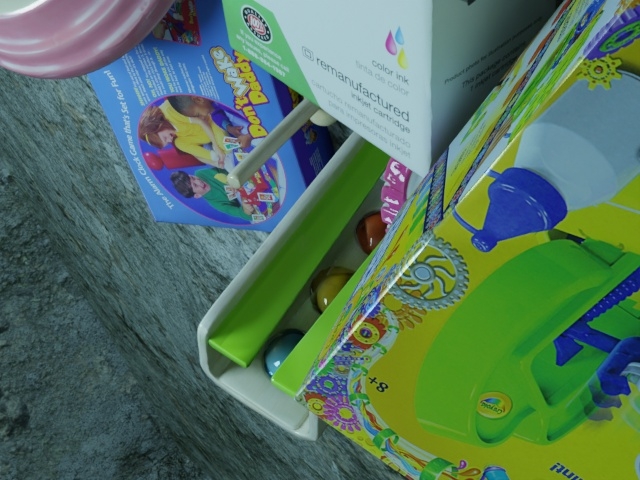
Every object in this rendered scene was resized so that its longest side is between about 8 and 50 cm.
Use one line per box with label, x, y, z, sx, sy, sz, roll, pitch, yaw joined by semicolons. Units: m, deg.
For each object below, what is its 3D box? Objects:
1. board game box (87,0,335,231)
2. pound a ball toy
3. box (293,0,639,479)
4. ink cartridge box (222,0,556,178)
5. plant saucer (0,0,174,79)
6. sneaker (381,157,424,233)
board game box;-0.127;-0.164;1.018;0.234;0.078;0.347;6;135;26
pound a ball toy;0.000;0.000;0.883;0.208;0.319;0.135;30;152;14
box;0.195;0.026;0.428;0.290;0.177;0.279;34;130;-1
ink cartridge box;0.029;-0.205;0.536;0.201;0.117;0.278;39;153;32
plant saucer;-0.255;-0.320;0.874;0.332;0.332;0.084;42;-164;25
sneaker;0.114;-0.109;0.723;0.103;0.111;0.252;27;124;37
